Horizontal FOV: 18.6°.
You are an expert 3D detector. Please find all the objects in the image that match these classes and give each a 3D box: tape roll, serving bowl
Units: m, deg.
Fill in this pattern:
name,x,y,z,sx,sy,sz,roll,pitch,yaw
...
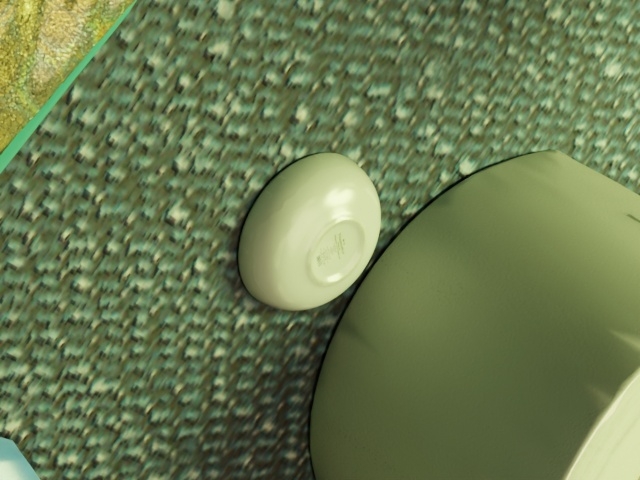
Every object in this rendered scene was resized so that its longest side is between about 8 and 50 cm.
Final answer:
name,x,y,z,sx,sy,sz,roll,pitch,yaw
tape roll,0.139,0.097,1.053,0.246,0.169,0.246,-25,132,-32
serving bowl,0.000,0.000,0.958,0.083,0.027,0.083,-24,130,-32

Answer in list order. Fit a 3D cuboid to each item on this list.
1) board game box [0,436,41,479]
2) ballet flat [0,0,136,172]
name,x,y,z,sx,sy,sz,roll,pitch,yaw
board game box,-0.166,0.168,0.874,0.133,0.033,0.168,-42,111,-26
ballet flat,-0.089,-0.141,0.718,0.348,0.123,0.123,-48,139,-11
